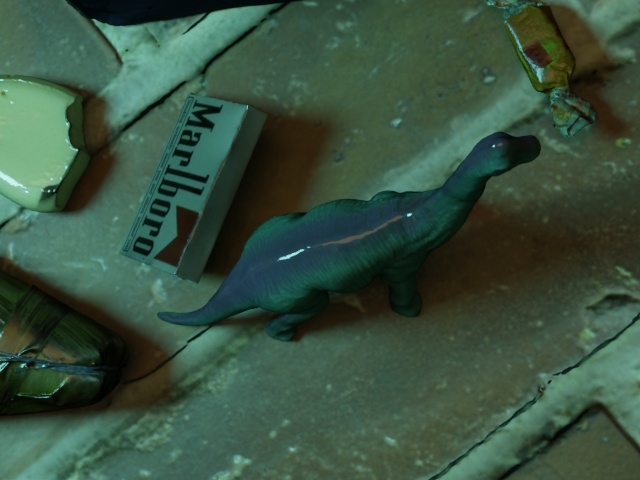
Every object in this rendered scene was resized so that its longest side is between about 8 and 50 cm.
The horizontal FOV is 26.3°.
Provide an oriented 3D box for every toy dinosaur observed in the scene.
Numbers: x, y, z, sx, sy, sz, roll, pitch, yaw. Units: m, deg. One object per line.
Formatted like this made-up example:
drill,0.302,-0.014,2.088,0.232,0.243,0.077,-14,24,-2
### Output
toy dinosaur,0.000,0.000,1.176,0.383,0.331,0.129,-16,78,6

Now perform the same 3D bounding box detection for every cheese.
cheese,-0.345,-0.132,1.390,0.255,0.050,0.127,29,87,11

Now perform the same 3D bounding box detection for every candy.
candy,0.214,-0.179,1.318,0.053,0.046,0.182,-26,74,7

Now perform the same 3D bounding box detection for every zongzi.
zongzi,-0.324,0.152,1.319,0.221,0.112,0.242,26,94,11

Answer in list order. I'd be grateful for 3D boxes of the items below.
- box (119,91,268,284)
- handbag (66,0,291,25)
box,-0.124,-0.054,1.323,0.115,0.036,0.177,16,82,51
handbag,-0.101,-0.299,1.251,0.329,0.303,0.122,-4,84,8
